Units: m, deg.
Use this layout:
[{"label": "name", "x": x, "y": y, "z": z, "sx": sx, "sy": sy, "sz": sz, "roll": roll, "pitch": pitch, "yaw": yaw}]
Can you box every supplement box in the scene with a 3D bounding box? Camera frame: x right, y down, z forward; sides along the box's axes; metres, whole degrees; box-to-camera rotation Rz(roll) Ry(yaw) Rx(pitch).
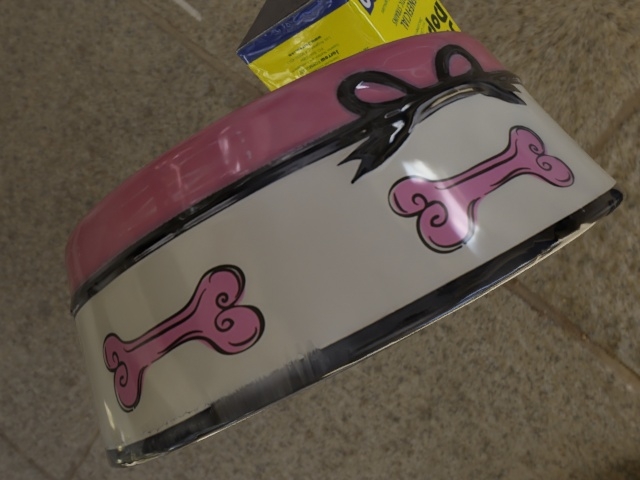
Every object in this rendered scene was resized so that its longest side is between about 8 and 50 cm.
[{"label": "supplement box", "x": 0.089, "y": -0.239, "z": 1.040, "sx": 0.195, "sy": 0.194, "sz": 0.356, "roll": -20, "pitch": 128, "yaw": 40}]

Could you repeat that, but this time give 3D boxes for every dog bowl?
[{"label": "dog bowl", "x": 0.000, "y": 0.000, "z": 0.540, "sx": 0.408, "sy": 0.408, "sz": 0.150, "roll": -30, "pitch": 86, "yaw": 26}]
